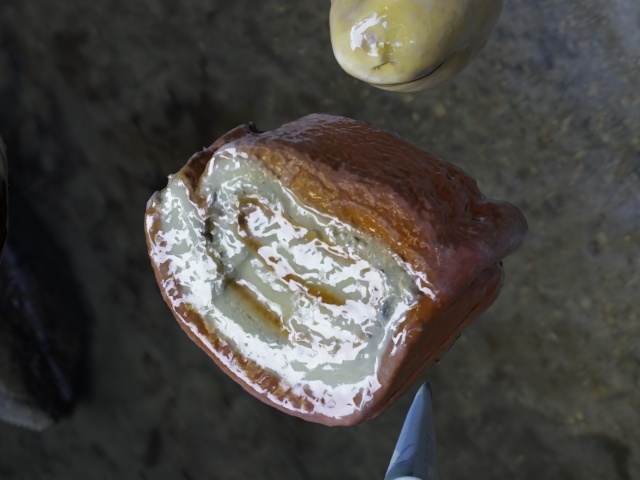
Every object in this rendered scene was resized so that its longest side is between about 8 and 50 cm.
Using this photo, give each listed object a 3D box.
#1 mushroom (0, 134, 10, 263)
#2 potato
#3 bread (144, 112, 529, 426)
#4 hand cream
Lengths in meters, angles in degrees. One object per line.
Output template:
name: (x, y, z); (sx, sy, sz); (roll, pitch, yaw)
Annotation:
mushroom: (-0.292, 0.015, 0.578); (0.345, 0.345, 0.239); (14, 141, 37)
potato: (0.035, -0.083, 0.518); (0.062, 0.083, 0.068); (14, 118, 3)
bread: (-0.006, 0.010, 0.980); (0.244, 0.123, 0.190); (30, 112, 13)
hand cream: (0.092, 0.212, 1.333); (0.055, 0.256, 0.088); (4, 104, 8)
